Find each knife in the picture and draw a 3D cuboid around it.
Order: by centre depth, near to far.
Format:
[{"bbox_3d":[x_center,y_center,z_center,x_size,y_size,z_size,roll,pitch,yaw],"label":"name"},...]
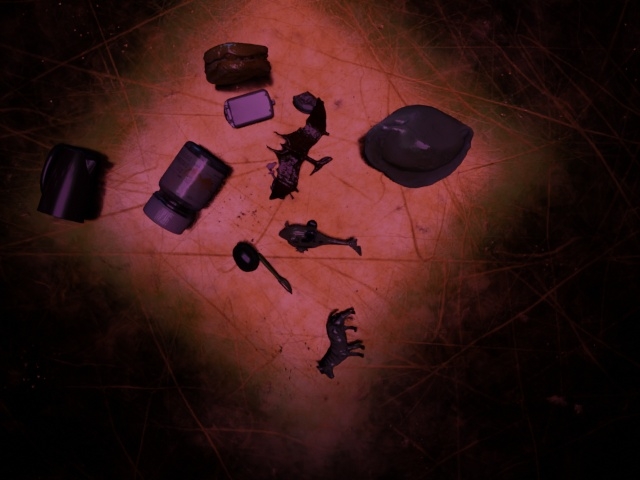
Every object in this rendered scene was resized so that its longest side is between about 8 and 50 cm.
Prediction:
[{"bbox_3d":[-0.153,0.114,1.888,0.026,0.022,0.184,-38,98,28],"label":"knife"}]

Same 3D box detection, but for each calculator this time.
[{"bbox_3d":[-0.234,-0.437,1.821,0.174,0.032,0.100,-16,97,-1],"label":"calculator"}]

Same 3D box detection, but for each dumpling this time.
[{"bbox_3d":[0.313,-0.304,1.768,0.320,0.212,0.270,25,98,6],"label":"dumpling"}]

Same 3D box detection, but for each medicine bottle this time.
[{"bbox_3d":[-0.435,-0.169,1.777,0.165,0.165,0.273,34,94,-5],"label":"medicine bottle"}]

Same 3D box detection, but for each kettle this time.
[{"bbox_3d":[-0.823,-0.193,1.790,0.201,0.144,0.233,17,89,27],"label":"kettle"}]

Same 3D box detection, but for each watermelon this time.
[{"bbox_3d":[-0.252,0.055,1.851,0.078,0.078,0.111,-34,96,2],"label":"watermelon"}]

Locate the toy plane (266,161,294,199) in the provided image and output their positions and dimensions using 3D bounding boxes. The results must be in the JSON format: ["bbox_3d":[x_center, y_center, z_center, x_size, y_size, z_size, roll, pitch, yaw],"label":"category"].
[{"bbox_3d":[-0.145,-0.193,1.848,0.060,0.037,0.145,-26,98,-3],"label":"toy plane"}]

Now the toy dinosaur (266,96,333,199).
[{"bbox_3d":[-0.078,-0.279,1.787,0.327,0.113,0.207,-38,98,-7],"label":"toy dinosaur"}]

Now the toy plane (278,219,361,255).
[{"bbox_3d":[0.000,0.000,1.853,0.286,0.092,0.108,5,117,-2],"label":"toy plane"}]

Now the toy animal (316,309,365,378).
[{"bbox_3d":[0.059,0.358,1.898,0.175,0.073,0.217,-11,92,14],"label":"toy animal"}]

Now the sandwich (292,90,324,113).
[{"bbox_3d":[-0.045,-0.457,1.829,0.101,0.026,0.069,31,95,-4],"label":"sandwich"}]

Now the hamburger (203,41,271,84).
[{"bbox_3d":[-0.266,-0.552,1.724,0.213,0.214,0.108,-5,100,-1],"label":"hamburger"}]
